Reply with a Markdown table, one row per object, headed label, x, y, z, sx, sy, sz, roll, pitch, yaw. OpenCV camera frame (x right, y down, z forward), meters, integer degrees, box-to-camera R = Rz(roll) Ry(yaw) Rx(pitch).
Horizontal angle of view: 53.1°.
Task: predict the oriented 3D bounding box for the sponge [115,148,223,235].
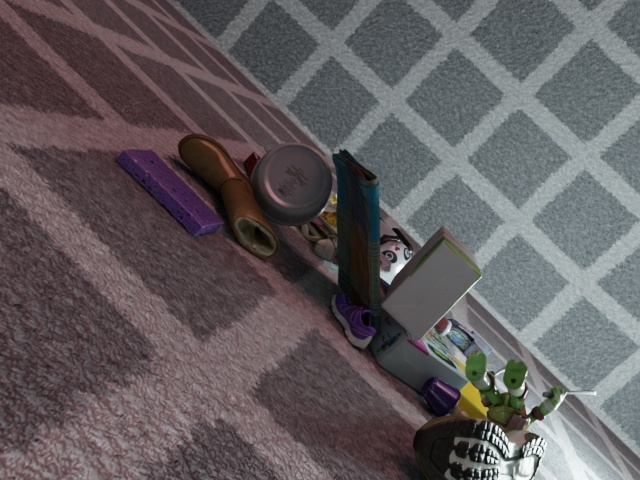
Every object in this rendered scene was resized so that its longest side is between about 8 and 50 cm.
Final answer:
| label | x | y | z | sx | sy | sz | roll | pitch | yaw |
| --- | --- | --- | --- | --- | --- | --- | --- | --- | --- |
| sponge | -0.284 | -0.093 | 1.231 | 0.210 | 0.031 | 0.117 | 45 | 12 | 2 |

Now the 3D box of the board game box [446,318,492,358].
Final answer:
| label | x | y | z | sx | sy | sz | roll | pitch | yaw |
| --- | --- | --- | --- | --- | --- | --- | --- | --- | --- |
| board game box | 0.520 | 0.360 | 2.245 | 0.194 | 0.060 | 0.194 | 44 | 11 | 3 |

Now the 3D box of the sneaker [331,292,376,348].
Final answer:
| label | x | y | z | sx | sy | sz | roll | pitch | yaw |
| --- | --- | --- | --- | --- | --- | --- | --- | --- | --- |
| sneaker | 0.081 | 0.170 | 1.431 | 0.068 | 0.071 | 0.170 | 35 | 14 | -37 |

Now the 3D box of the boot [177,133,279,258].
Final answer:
| label | x | y | z | sx | sy | sz | roll | pitch | yaw |
| --- | --- | --- | --- | --- | --- | --- | --- | --- | --- |
| boot | -0.200 | -0.105 | 1.408 | 0.236 | 0.089 | 0.269 | 38 | 14 | -33 |

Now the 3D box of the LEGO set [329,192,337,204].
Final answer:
| label | x | y | z | sx | sy | sz | roll | pitch | yaw |
| --- | --- | --- | --- | --- | --- | --- | --- | --- | --- |
| LEGO set | 0.050 | -0.078 | 2.089 | 0.287 | 0.132 | 0.107 | 49 | 19 | -24 |

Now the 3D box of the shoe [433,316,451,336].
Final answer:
| label | x | y | z | sx | sy | sz | roll | pitch | yaw |
| --- | --- | --- | --- | --- | --- | --- | --- | --- | --- |
| shoe | 0.371 | 0.255 | 2.123 | 0.081 | 0.063 | 0.178 | 40 | 7 | -11 |

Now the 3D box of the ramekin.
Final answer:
| label | x | y | z | sx | sy | sz | roll | pitch | yaw |
| --- | --- | --- | --- | --- | --- | --- | --- | --- | --- |
| ramekin | -0.066 | -0.144 | 1.577 | 0.207 | 0.207 | 0.109 | 43 | -13 | -2 |

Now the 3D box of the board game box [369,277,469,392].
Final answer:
| label | x | y | z | sx | sy | sz | roll | pitch | yaw |
| --- | --- | --- | --- | --- | --- | --- | --- | --- | --- |
| board game box | 0.205 | 0.232 | 1.565 | 0.224 | 0.097 | 0.303 | 38 | 12 | -26 |

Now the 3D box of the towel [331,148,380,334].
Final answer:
| label | x | y | z | sx | sy | sz | roll | pitch | yaw |
| --- | --- | --- | --- | --- | --- | --- | --- | --- | --- |
| towel | 0.082 | -0.002 | 1.487 | 0.040 | 0.370 | 0.271 | -8 | 23 | -12 |

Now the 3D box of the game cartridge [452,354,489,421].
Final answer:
| label | x | y | z | sx | sy | sz | roll | pitch | yaw |
| --- | --- | --- | --- | --- | --- | --- | --- | --- | --- |
| game cartridge | 0.405 | 0.421 | 1.702 | 0.324 | 0.052 | 0.285 | 42 | 12 | 3 |

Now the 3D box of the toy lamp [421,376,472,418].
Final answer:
| label | x | y | z | sx | sy | sz | roll | pitch | yaw |
| --- | --- | --- | --- | --- | --- | --- | --- | --- | --- |
| toy lamp | 0.334 | 0.412 | 1.421 | 0.274 | 0.080 | 0.080 | 46 | 12 | -3 |

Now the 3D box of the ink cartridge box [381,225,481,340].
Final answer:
| label | x | y | z | sx | sy | sz | roll | pitch | yaw |
| --- | --- | --- | --- | --- | --- | --- | --- | --- | --- |
| ink cartridge box | 0.268 | 0.087 | 1.537 | 0.119 | 0.207 | 0.353 | 42 | 13 | 3 |

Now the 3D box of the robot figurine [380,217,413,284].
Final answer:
| label | x | y | z | sx | sy | sz | roll | pitch | yaw |
| --- | --- | --- | --- | --- | --- | --- | --- | --- | --- |
| robot figurine | 0.150 | 0.020 | 1.917 | 0.278 | 0.209 | 0.173 | 52 | 2 | 36 |

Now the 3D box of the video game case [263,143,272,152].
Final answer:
| label | x | y | z | sx | sy | sz | roll | pitch | yaw |
| --- | --- | --- | --- | --- | --- | --- | --- | --- | --- |
| video game case | -0.102 | -0.208 | 2.129 | 0.183 | 0.023 | 0.201 | 52 | -1 | 33 |

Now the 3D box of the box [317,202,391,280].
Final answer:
| label | x | y | z | sx | sy | sz | roll | pitch | yaw |
| --- | --- | --- | --- | --- | --- | --- | --- | --- | --- |
| box | 0.075 | -0.002 | 1.807 | 0.324 | 0.063 | 0.067 | 47 | -31 | 35 |

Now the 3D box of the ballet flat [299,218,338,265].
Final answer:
| label | x | y | z | sx | sy | sz | roll | pitch | yaw |
| --- | --- | --- | --- | --- | --- | --- | --- | --- | --- |
| ballet flat | 0.000 | 0.000 | 1.778 | 0.079 | 0.077 | 0.221 | 3 | 33 | -44 |

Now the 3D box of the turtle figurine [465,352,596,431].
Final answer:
| label | x | y | z | sx | sy | sz | roll | pitch | yaw |
| --- | --- | --- | --- | --- | --- | --- | --- | --- | --- |
| turtle figurine | 0.454 | 0.332 | 1.497 | 0.198 | 0.275 | 0.266 | 46 | -5 | 47 |

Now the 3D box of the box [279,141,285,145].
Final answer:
| label | x | y | z | sx | sy | sz | roll | pitch | yaw |
| --- | --- | --- | --- | --- | --- | --- | --- | --- | --- |
| box | -0.115 | -0.167 | 1.748 | 0.103 | 0.114 | 0.203 | 41 | 26 | -15 |

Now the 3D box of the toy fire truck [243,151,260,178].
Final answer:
| label | x | y | z | sx | sy | sz | roll | pitch | yaw |
| --- | --- | --- | --- | --- | --- | --- | --- | --- | --- |
| toy fire truck | -0.168 | -0.204 | 1.956 | 0.135 | 0.047 | 0.192 | 39 | 13 | -28 |

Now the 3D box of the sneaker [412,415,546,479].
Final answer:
| label | x | y | z | sx | sy | sz | roll | pitch | yaw |
| --- | --- | --- | --- | --- | --- | --- | --- | --- | --- |
| sneaker | 0.264 | 0.398 | 1.212 | 0.182 | 0.158 | 0.410 | 12 | -12 | 44 |
